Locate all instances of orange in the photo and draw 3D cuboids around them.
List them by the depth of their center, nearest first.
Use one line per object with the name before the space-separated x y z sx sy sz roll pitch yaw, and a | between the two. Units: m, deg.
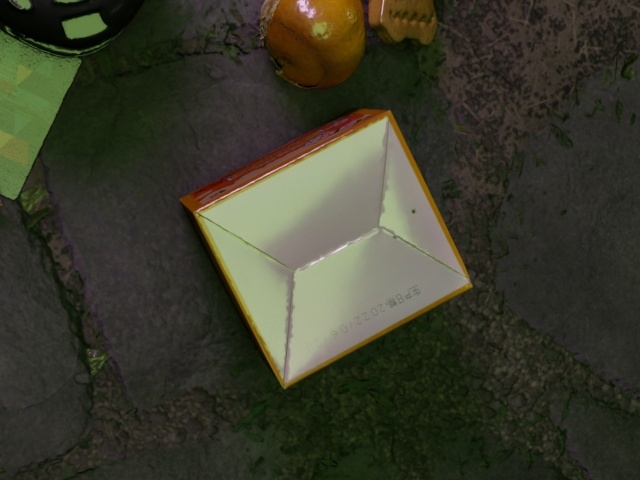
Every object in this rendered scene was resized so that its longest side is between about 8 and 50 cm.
orange | -0.008 -0.275 1.433 0.134 0.156 0.156 -43 106 -24

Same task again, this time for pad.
pad | -0.419 -0.173 1.423 0.143 0.003 0.211 25 92 -15

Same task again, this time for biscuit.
biscuit | 0.103 -0.383 1.451 0.184 0.035 0.248 -6 88 -51

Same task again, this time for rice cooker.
rice cooker | -0.314 -0.354 1.307 0.267 0.224 0.267 -2 101 -13

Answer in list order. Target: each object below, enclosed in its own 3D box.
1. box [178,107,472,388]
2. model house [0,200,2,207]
box | 0.000 0.000 1.440 0.284 0.214 0.259 -28 101 -9
model house | -0.459 -0.062 1.377 0.088 0.100 0.100 -26 108 -5
